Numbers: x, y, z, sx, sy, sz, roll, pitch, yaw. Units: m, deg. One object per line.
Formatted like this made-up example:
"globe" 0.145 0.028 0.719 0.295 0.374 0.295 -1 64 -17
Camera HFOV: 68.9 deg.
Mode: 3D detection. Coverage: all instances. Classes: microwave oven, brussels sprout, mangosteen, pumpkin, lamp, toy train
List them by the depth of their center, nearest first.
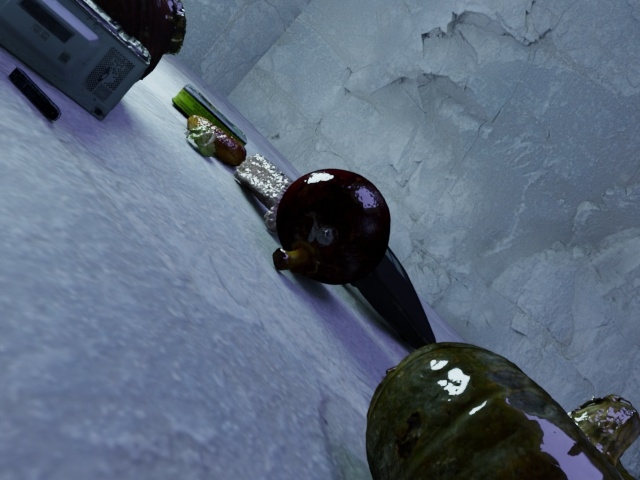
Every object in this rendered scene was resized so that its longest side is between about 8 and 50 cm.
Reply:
"pumpkin" 0.204 0.237 0.386 0.325 0.242 0.232 39 0 -7
"toy train" -0.338 -0.172 0.559 0.083 0.017 0.017 45 1 5
"microwave oven" -0.372 -0.306 0.695 0.208 0.122 0.162 40 8 -31
"lamp" -0.372 -0.414 0.863 0.247 0.247 0.247 43 8 -7
"mangosteen" 0.007 -0.008 0.878 0.235 0.235 0.261 45 51 5
"brussels sprout" -0.273 -0.236 1.098 0.085 0.058 0.085 47 -9 10

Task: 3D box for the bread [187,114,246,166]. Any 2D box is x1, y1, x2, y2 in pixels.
"bread" -0.272 -0.269 1.246 0.193 0.064 0.193 40 7 -6

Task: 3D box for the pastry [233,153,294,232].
"pastry" -0.114 -0.118 1.085 0.265 0.112 0.103 53 1 43

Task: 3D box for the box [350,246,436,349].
"box" 0.163 0.086 1.222 0.350 0.091 0.359 49 17 -30

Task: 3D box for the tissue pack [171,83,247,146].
"tissue pack" -0.329 -0.365 1.406 0.235 0.073 0.173 42 7 -20

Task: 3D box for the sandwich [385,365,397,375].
"sandwich" 0.222 0.278 0.804 0.244 0.088 0.090 40 13 -30
